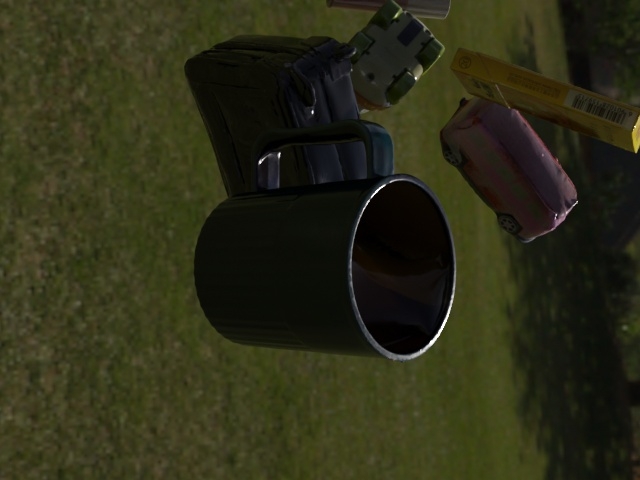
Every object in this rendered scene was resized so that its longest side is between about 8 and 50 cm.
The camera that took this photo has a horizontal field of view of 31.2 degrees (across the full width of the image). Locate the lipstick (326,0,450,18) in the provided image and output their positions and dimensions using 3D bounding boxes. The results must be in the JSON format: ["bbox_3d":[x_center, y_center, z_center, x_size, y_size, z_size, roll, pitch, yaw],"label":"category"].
[{"bbox_3d":[0.142,-0.510,2.406,0.070,0.254,0.070,-177,-90,-76],"label":"lipstick"}]

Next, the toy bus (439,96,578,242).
[{"bbox_3d":[0.360,-0.138,2.187,0.303,0.147,0.127,49,58,-13],"label":"toy bus"}]

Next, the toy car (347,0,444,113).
[{"bbox_3d":[0.103,-0.321,2.200,0.145,0.235,0.235,42,22,-3],"label":"toy car"}]

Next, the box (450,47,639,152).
[{"bbox_3d":[0.325,-0.199,1.631,0.043,0.269,0.152,-66,162,-1],"label":"box"}]

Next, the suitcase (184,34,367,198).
[{"bbox_3d":[-0.069,-0.185,2.012,0.188,0.339,0.345,-36,123,-31],"label":"suitcase"}]

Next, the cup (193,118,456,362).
[{"bbox_3d":[-0.009,0.011,1.568,0.242,0.292,0.308,-39,117,-43],"label":"cup"}]
